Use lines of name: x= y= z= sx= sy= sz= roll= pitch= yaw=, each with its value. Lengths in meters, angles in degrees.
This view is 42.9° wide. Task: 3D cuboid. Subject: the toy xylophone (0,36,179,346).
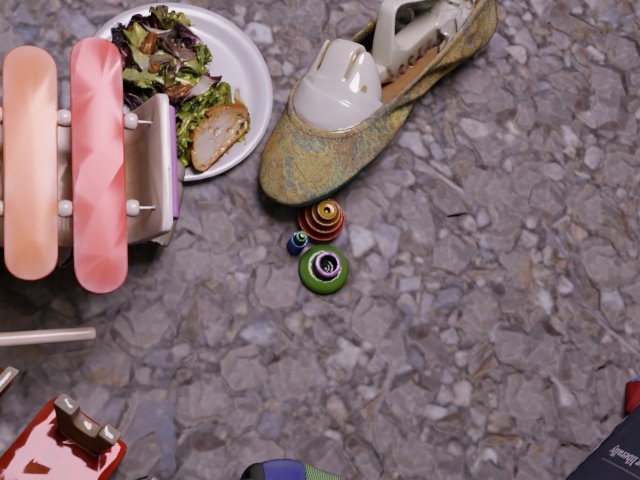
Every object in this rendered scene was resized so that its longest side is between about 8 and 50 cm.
toy xylophone: x=-0.266 y=-0.029 z=0.625 sx=0.322 sy=0.081 sz=0.236 roll=-9 pitch=84 yaw=-21

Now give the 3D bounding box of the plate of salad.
plate of salad: x=-0.145 y=-0.157 z=0.820 sx=0.199 sy=0.048 sz=0.200 roll=3 pitch=74 yaw=-12

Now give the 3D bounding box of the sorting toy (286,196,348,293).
sorting toy: x=0.000 y=0.000 z=0.810 sx=0.061 sy=0.042 sz=0.102 roll=-2 pitch=75 yaw=-14

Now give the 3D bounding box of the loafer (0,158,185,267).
loafer: x=-0.250 y=-0.019 z=0.725 sx=0.268 sy=0.102 sz=0.092 roll=-9 pitch=87 yaw=-11

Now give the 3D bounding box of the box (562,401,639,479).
box: x=0.326 y=0.408 z=0.559 sx=0.472 sy=0.297 sz=0.480 roll=-43 pitch=93 yaw=-4

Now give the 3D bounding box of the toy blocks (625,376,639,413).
toy blocks: x=0.480 y=0.228 z=0.801 sx=0.260 sy=0.191 sz=0.381 roll=-22 pitch=79 yaw=-6

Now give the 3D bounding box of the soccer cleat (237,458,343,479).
soccer cleat: x=-0.026 y=0.332 z=0.680 sx=0.121 sy=0.093 sz=0.289 roll=7 pitch=73 yaw=-17

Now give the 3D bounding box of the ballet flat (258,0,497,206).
ballet flat: x=0.058 y=-0.180 z=0.833 sx=0.123 sy=0.123 sz=0.348 roll=46 pitch=69 yaw=3

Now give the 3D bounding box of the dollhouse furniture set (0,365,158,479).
dollhouse furniture set: x=-0.264 y=0.247 z=0.651 sx=0.262 sy=0.135 sz=0.259 roll=37 pitch=58 yaw=0
